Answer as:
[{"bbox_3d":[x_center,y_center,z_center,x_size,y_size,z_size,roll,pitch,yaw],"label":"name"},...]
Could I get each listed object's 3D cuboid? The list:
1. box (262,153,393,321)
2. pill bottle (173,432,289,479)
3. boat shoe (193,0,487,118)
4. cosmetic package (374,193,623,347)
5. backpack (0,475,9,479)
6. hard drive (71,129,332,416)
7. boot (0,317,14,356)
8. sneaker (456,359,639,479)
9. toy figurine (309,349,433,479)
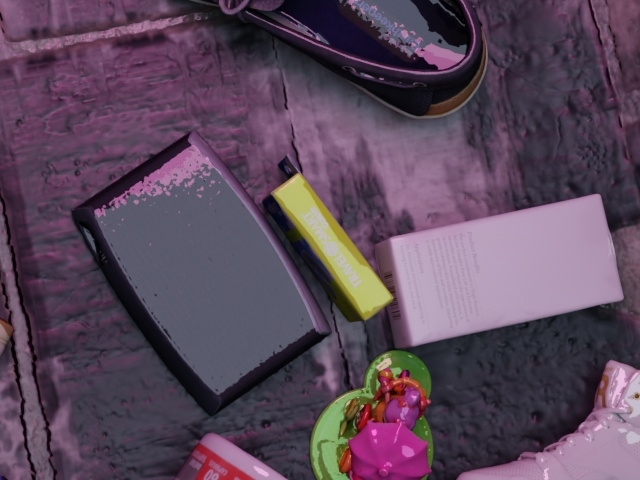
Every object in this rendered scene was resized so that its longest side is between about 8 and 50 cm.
[{"bbox_3d":[0.000,0.000,1.914,0.042,0.109,0.178,-36,91,-8],"label":"box"},{"bbox_3d":[-0.123,0.344,1.842,0.161,0.161,0.283,35,81,-5],"label":"pill bottle"},{"bbox_3d":[-0.043,-0.293,1.910,0.500,0.156,0.187,32,84,-4],"label":"boat shoe"},{"bbox_3d":[0.182,0.032,1.954,0.231,0.085,0.117,-11,88,-11],"label":"cosmetic package"},{"bbox_3d":[-0.302,0.304,1.855,0.101,0.098,0.120,-40,105,0],"label":"backpack"},{"bbox_3d":[-0.117,0.031,1.922,0.172,0.054,0.255,-34,91,-10],"label":"hard drive"},{"bbox_3d":[-0.427,0.113,1.857,0.213,0.077,0.165,25,83,-12],"label":"boot"},{"bbox_3d":[0.269,0.207,1.948,0.292,0.108,0.169,3,83,-18],"label":"sneaker"},{"bbox_3d":[0.073,0.189,1.886,0.130,0.159,0.173,24,82,-6],"label":"toy figurine"}]
